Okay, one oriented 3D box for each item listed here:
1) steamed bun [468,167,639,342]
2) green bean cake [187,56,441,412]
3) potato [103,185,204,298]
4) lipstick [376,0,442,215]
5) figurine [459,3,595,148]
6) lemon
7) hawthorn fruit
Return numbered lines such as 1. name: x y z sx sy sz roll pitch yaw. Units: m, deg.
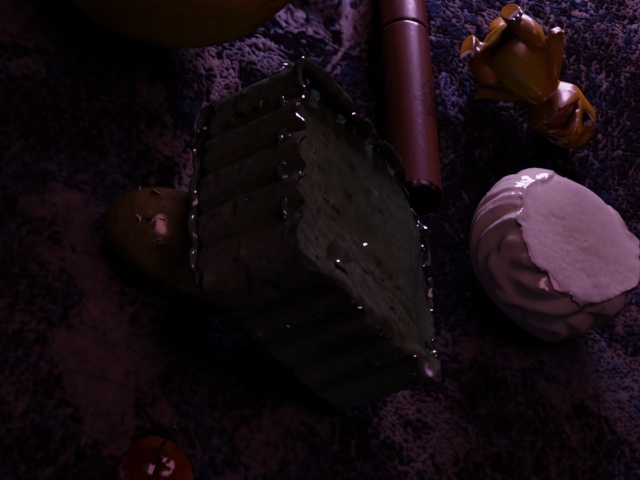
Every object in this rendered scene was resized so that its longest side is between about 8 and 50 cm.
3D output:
1. steamed bun: 0.225 0.021 1.659 0.183 0.106 0.183 16 54 -23
2. green bean cake: 0.000 0.000 1.464 0.255 0.132 0.241 43 32 -43
3. potato: -0.123 0.000 1.471 0.138 0.070 0.091 20 45 -20
4. lipstick: 0.090 -0.178 1.754 0.057 0.057 0.356 16 49 -23
5. figurine: 0.236 -0.177 1.838 0.176 0.121 0.122 51 17 -9
6. lemon: -0.130 -0.296 1.581 0.263 0.236 0.236 11 52 -18
7. hawthorn fruit: -0.130 0.179 1.311 0.067 0.103 0.066 5 47 -5
